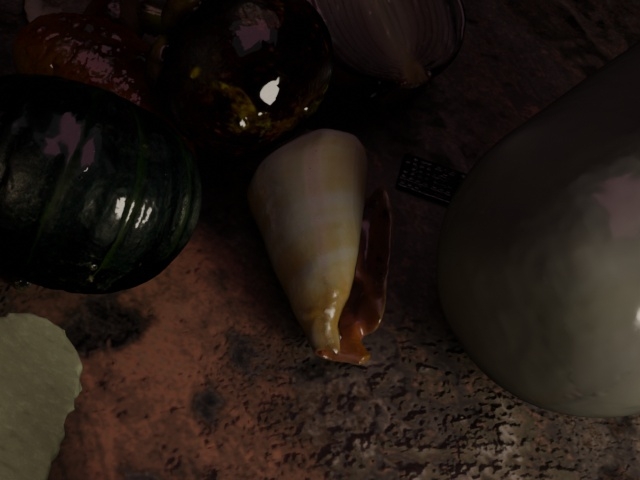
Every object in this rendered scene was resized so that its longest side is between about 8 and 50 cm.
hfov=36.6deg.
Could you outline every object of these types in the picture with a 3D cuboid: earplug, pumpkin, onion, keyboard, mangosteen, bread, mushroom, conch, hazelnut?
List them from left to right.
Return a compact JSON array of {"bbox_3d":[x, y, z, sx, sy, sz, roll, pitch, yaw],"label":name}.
[{"bbox_3d":[-0.336,-0.271,1.175,0.049,0.019,0.101,-5,55,-21],"label":"mushroom"},{"bbox_3d":[-0.239,-0.047,0.903,0.250,0.216,0.250,28,16,-9],"label":"pumpkin"},{"bbox_3d":[-0.248,-0.262,1.161,0.086,0.086,0.086,9,48,-10],"label":"hazelnut"},{"bbox_3d":[-0.213,-0.165,1.074,0.269,0.095,0.139,32,56,5],"label":"bread"},{"bbox_3d":[-0.097,-0.192,1.003,0.217,0.192,0.192,39,49,6],"label":"mangosteen"},{"bbox_3d":[-0.010,0.001,0.995,0.158,0.127,0.255,34,54,-47],"label":"conch"},{"bbox_3d":[0.018,-0.322,1.185,0.267,0.159,0.348,-17,88,-44],"label":"onion"},{"bbox_3d":[0.192,-0.052,1.159,0.204,0.013,0.061,20,47,-1],"label":"keyboard"},{"bbox_3d":[0.303,-0.002,0.961,0.394,0.312,0.312,-34,66,-34],"label":"earplug"}]

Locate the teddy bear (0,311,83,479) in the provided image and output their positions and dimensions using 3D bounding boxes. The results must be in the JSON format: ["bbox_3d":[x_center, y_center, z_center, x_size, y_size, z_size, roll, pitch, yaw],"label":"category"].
[{"bbox_3d":[-0.361,0.221,0.634,0.327,0.362,0.375,41,11,-25],"label":"teddy bear"}]
